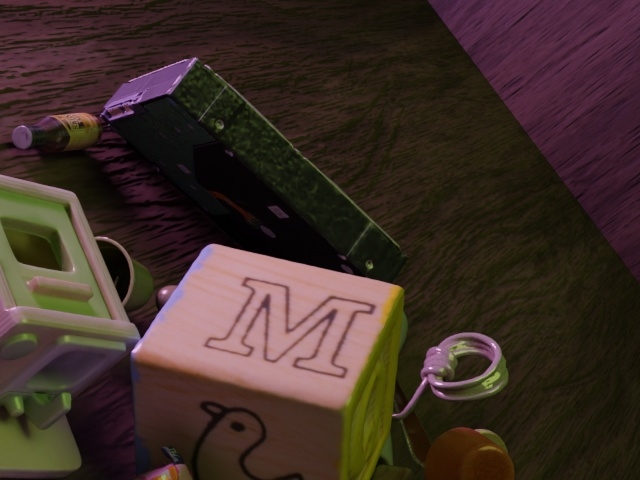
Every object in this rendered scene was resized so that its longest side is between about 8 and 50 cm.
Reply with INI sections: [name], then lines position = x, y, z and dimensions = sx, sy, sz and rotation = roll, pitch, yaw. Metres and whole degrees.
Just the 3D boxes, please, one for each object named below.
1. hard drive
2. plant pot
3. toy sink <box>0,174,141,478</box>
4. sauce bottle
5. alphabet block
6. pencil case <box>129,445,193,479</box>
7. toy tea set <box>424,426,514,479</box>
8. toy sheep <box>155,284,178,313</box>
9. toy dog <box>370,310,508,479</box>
[hard drive]
position = -0.081, -0.065, 1.617
dimensions = 0.339, 0.237, 0.064
rotation = 42, 71, -19
[plant pot]
position = -0.207, 0.043, 1.413
dimensions = 0.083, 0.083, 0.079
rotation = 60, 13, 17
[toy sink]
position = -0.259, 0.069, 1.204
dimensions = 0.153, 0.131, 0.234
rotation = 15, 43, -53
[sauce bottle]
position = -0.285, -0.116, 1.525
dimensions = 0.042, 0.042, 0.128
rotation = 55, 23, 6
[alphabet block]
position = -0.045, 0.142, 1.289
dimensions = 0.197, 0.192, 0.193
rotation = 12, 37, 14
[pencil case]
position = -0.089, 0.319, 1.174
dimensions = 0.284, 0.124, 0.124
rotation = 54, 24, 10
[toy tea set]
position = 0.094, 0.338, 1.324
dimensions = 0.200, 0.336, 0.124
rotation = 40, -13, -17
[toy sheep]
position = -0.127, 0.099, 1.462
dimensions = 0.132, 0.091, 0.091
rotation = 57, 20, -24
[toy dog]
position = 0.041, 0.222, 1.480
dimensions = 0.220, 0.161, 0.333
rotation = 23, 45, 25
